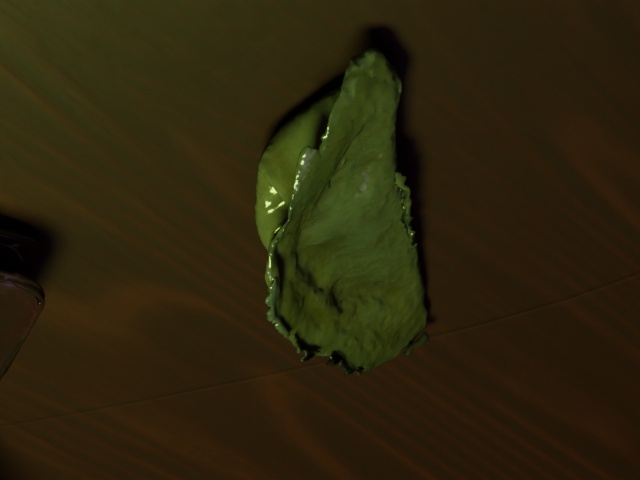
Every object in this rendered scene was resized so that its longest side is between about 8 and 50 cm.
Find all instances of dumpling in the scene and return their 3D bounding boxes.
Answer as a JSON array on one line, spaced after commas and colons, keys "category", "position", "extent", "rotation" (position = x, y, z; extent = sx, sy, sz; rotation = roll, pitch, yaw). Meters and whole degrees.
[{"category": "dumpling", "position": [0.000, -0.003, 1.550], "extent": [0.166, 0.086, 0.332], "rotation": [-33, 138, -20]}]

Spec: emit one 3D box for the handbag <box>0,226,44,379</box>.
[{"category": "handbag", "position": [-0.345, 0.058, 1.579], "extent": [0.203, 0.074, 0.216], "rotation": [16, 132, -21]}]
